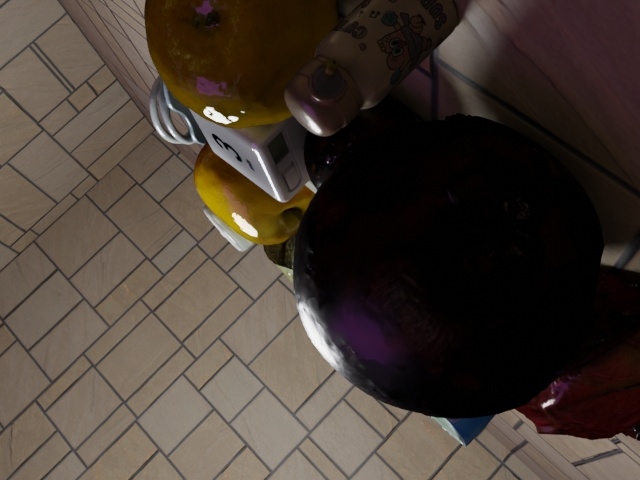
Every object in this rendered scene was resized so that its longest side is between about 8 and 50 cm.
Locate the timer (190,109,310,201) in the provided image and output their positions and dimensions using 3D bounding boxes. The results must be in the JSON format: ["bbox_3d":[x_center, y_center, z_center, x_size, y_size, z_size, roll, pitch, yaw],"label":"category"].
[{"bbox_3d":[-0.085,-0.218,1.141,0.195,0.194,0.192,38,166,26],"label":"timer"}]

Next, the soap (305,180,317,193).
[{"bbox_3d":[0.010,-0.163,1.405,0.183,0.121,0.064,40,171,19],"label":"soap"}]

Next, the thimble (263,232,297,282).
[{"bbox_3d":[0.000,0.000,1.719,0.271,0.271,0.150,36,169,43],"label":"thimble"}]

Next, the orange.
[{"bbox_3d":[-0.104,-0.295,0.920,0.279,0.279,0.235,43,-156,9],"label":"orange"}]

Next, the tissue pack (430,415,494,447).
[{"bbox_3d":[0.353,0.308,1.523,0.146,0.263,0.198,35,166,45],"label":"tissue pack"}]

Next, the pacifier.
[{"bbox_3d":[-0.252,-0.345,1.576,0.233,0.244,0.299,7,155,22],"label":"pacifier"}]

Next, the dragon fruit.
[{"bbox_3d":[0.445,0.162,0.940,0.330,0.240,0.302,26,151,-27],"label":"dragon fruit"}]

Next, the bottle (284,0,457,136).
[{"bbox_3d":[0.052,-0.208,0.743,0.097,0.209,0.110,44,170,2],"label":"bottle"}]

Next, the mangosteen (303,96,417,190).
[{"bbox_3d":[0.073,-0.137,1.054,0.210,0.210,0.210,43,171,9],"label":"mangosteen"}]

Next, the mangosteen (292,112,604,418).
[{"bbox_3d":[0.170,0.045,0.856,0.381,0.381,0.421,39,176,31],"label":"mangosteen"}]

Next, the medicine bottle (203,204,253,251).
[{"bbox_3d":[-0.166,-0.121,1.826,0.170,0.293,0.170,45,172,8],"label":"medicine bottle"}]

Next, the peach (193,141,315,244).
[{"bbox_3d":[-0.151,-0.153,1.601,0.308,0.289,0.289,46,172,21],"label":"peach"}]
